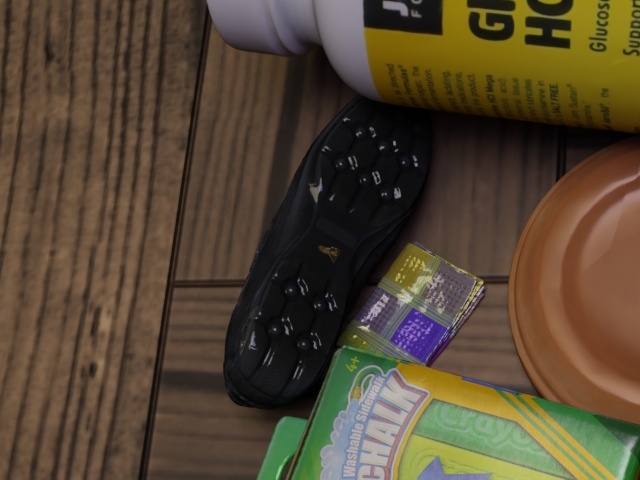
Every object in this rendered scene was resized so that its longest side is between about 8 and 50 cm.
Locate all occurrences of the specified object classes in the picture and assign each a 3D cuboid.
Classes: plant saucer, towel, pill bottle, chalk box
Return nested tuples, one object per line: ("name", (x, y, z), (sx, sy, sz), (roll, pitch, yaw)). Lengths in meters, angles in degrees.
("plant saucer", (0.201, 0.024, 0.776), (0.200, 0.037, 0.200), (-7, 67, 17))
("towel", (0.053, 0.044, 0.836), (0.060, 0.009, 0.083), (35, 83, 27))
("pill bottle", (0.113, -0.161, 0.783), (0.333, 0.188, 0.188), (8, 72, 17))
("chalk box", (0.057, 0.144, 0.724), (0.213, 0.132, 0.132), (13, 73, 24))

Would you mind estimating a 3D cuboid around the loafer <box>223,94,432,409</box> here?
("loafer", (0.000, 0.000, 0.836), (0.076, 0.078, 0.223), (33, 63, -12))
